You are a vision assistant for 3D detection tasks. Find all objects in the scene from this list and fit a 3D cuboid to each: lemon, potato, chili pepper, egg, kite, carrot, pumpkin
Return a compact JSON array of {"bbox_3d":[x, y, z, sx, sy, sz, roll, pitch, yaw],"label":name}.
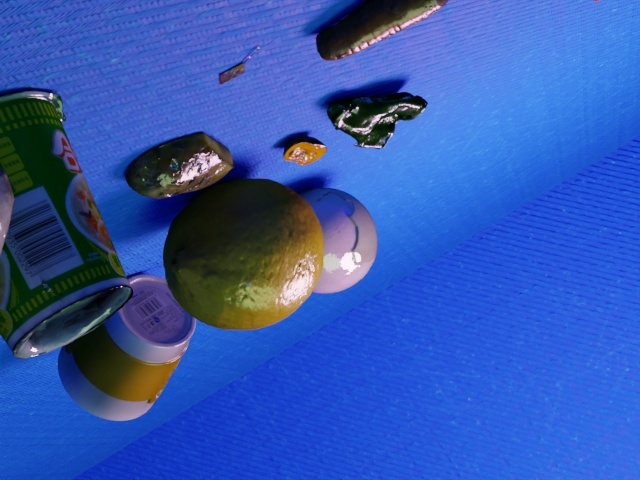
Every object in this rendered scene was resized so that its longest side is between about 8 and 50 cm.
[{"bbox_3d":[-0.112,0.020,2.150,0.263,0.236,0.236,-45,178,-33],"label":"lemon"},{"bbox_3d":[-0.180,-0.093,1.949,0.119,0.054,0.198,-38,166,19],"label":"potato"},{"bbox_3d":[0.080,-0.191,2.154,0.108,0.062,0.216,-43,163,25],"label":"chili pepper"},{"bbox_3d":[0.000,0.000,2.442,0.183,0.183,0.217,-35,164,21],"label":"egg"},{"bbox_3d":[-0.103,-0.212,1.760,0.044,0.002,0.078,-24,168,-29],"label":"kite"},{"bbox_3d":[0.076,-0.279,1.790,0.186,0.060,0.060,-28,168,7],"label":"carrot"},{"bbox_3d":[-0.027,-0.141,2.168,0.050,0.028,0.083,-38,157,25],"label":"pumpkin"}]

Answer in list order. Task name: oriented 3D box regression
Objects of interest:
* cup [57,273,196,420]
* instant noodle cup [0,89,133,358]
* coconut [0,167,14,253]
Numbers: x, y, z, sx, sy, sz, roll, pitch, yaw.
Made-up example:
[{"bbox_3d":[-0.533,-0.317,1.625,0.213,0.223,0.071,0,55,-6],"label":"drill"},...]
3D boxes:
[{"bbox_3d":[-0.312,0.157,2.434,0.226,0.185,0.241,-50,-168,43],"label":"cup"},{"bbox_3d":[-0.313,-0.011,1.528,0.207,0.232,0.207,-30,168,-7],"label":"instant noodle cup"},{"bbox_3d":[-0.411,-0.005,1.319,0.266,0.237,0.237,-28,168,-11],"label":"coconut"}]
